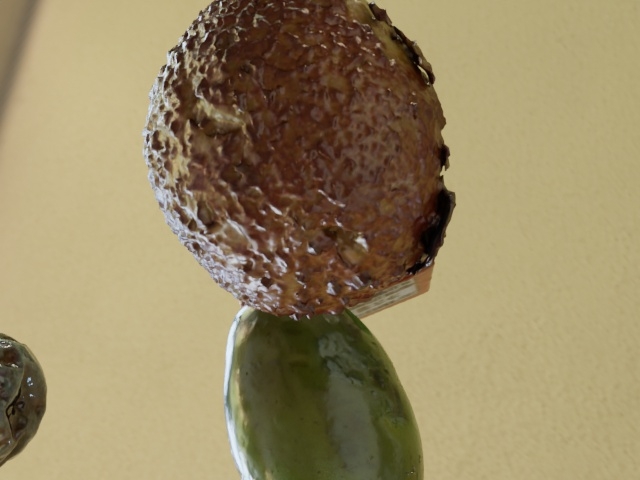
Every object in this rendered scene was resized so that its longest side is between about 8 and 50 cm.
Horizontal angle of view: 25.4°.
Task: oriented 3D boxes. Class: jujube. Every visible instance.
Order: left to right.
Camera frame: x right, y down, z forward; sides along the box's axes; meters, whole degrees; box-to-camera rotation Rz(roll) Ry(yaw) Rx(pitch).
[{"bbox_3d":[-0.542,0.224,2.023,0.317,0.226,0.226,5,-113,28],"label":"jujube"}]

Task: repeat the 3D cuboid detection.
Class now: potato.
[{"bbox_3d":[-0.003,0.201,1.565,0.216,0.216,0.304,-23,-89,23],"label":"potato"}]

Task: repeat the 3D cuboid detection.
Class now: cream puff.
[{"bbox_3d":[-0.043,-0.084,1.337,0.350,0.228,0.350,30,-53,50],"label":"cream puff"}]

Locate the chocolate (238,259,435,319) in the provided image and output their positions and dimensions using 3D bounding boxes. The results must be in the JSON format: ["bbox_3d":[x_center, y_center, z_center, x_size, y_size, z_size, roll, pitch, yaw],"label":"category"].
[{"bbox_3d":[0.000,0.000,1.759,0.237,0.108,0.235,-22,-122,-1],"label":"chocolate"}]
